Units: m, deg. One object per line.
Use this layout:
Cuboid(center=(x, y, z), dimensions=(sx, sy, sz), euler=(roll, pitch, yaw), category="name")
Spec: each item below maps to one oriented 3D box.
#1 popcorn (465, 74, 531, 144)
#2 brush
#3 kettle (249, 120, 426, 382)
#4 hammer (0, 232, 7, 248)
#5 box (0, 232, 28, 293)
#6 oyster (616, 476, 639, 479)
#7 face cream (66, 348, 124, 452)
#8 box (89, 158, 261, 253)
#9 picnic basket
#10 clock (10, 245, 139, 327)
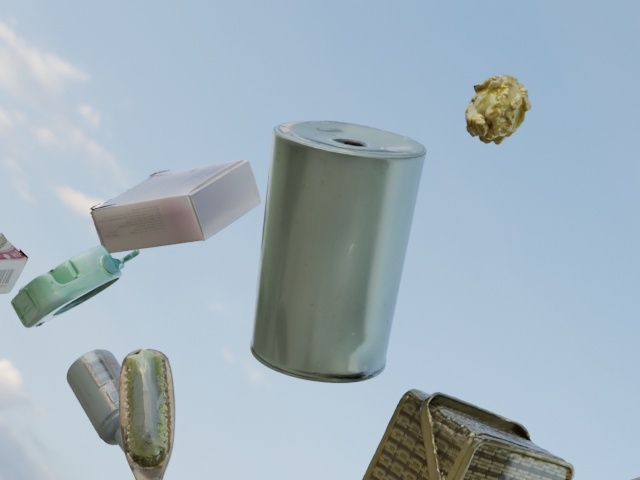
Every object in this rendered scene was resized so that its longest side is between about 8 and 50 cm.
Cuboid(center=(0.203, -0.154, 1.297), dimensions=(0.057, 0.082, 0.083), euler=(23, -6, -31), category="popcorn")
Cuboid(center=(-0.214, 0.280, 1.370), dimensions=(0.072, 0.313, 0.067), euler=(-4, -20, -2), category="brush")
Cuboid(center=(-0.005, 0.004, 1.511), dimensions=(0.265, 0.205, 0.318), euler=(16, -71, 27), category="kettle")
Cuboid(center=(-0.354, 0.048, 0.955), dimensions=(0.013, 0.199, 0.062), euler=(50, -30, 5), category="hammer")
Cuboid(center=(-0.547, -0.011, 1.321), dimensions=(0.214, 0.069, 0.353), euler=(39, 18, 22), category="box")
Cuboid(center=(0.365, 0.337, 1.316), dimensions=(0.161, 0.107, 0.233), euler=(-4, -46, 19), category="oyster")
Cuboid(center=(-0.367, 0.316, 2.018), dimensions=(0.252, 0.101, 0.101), euler=(50, -17, 34), category="face cream")
Cuboid(center=(-0.274, -0.067, 2.112), dimensions=(0.251, 0.203, 0.106), euler=(-8, -73, 33), category="box")
Cuboid(center=(0.173, 0.376, 1.461), dimensions=(0.228, 0.313, 0.175), euler=(25, 0, -39), category="picnic basket")
Cuboid(center=(-0.400, 0.066, 1.838), dimensions=(0.159, 0.211, 0.066), euler=(-32, -92, 51), category="clock")
